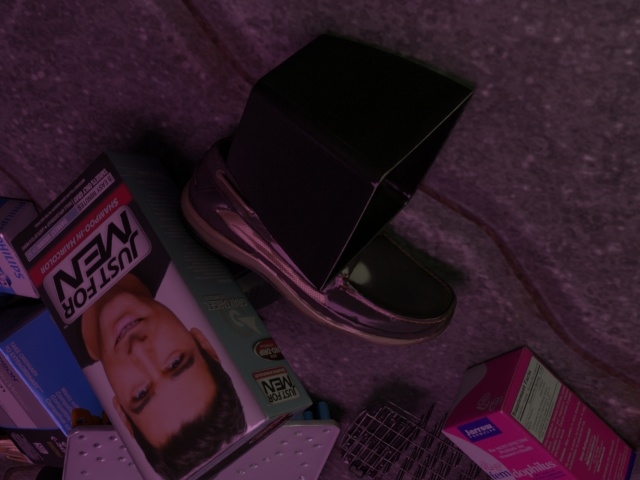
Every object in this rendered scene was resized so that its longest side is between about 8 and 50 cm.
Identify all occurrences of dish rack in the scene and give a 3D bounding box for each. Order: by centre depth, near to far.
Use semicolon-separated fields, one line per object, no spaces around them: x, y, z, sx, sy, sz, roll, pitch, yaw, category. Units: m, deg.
0.165;0.319;1.427;0.271;0.074;0.208;31;138;2;dish rack

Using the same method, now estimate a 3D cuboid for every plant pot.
0.014;-0.098;1.025;0.167;0.187;0.188;38;140;9;plant pot

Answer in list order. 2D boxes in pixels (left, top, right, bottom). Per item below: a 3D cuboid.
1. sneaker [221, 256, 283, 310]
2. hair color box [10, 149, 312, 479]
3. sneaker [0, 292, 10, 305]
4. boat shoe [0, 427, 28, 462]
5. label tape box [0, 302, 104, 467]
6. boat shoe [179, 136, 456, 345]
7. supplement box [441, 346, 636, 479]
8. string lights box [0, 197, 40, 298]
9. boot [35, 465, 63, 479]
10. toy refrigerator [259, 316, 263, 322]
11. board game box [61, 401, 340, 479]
-0.156;0.030;1.303;0.282;0.161;0.102;-23;161;13;sneaker
-0.196;0.096;1.199;0.185;0.113;0.374;-40;74;20;hair color box
-0.553;0.105;1.578;0.063;0.162;0.073;11;98;19;sneaker
-0.537;0.359;1.837;0.341;0.122;0.110;6;133;24;boat shoe
-0.418;0.229;1.555;0.347;0.115;0.249;-10;118;52;label tape box
0.000;0.000;1.158;0.355;0.132;0.130;27;138;3;boat shoe
0.277;0.254;1.264;0.220;0.114;0.111;44;138;-12;supplement box
-0.531;0.001;1.511;0.259;0.077;0.133;7;135;25;string lights box
-0.386;0.446;1.764;0.091;0.263;0.229;59;142;28;boot
-0.194;0.181;1.480;0.102;0.094;0.269;35;138;-5;toy refrigerator
-0.204;0.375;1.549;0.390;0.050;0.390;2;138;-18;board game box
